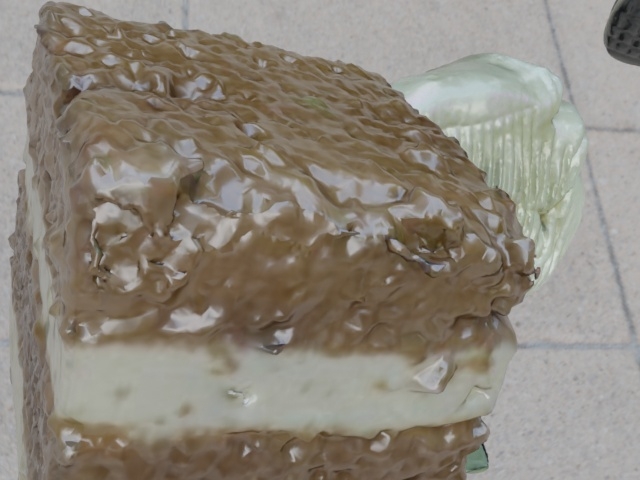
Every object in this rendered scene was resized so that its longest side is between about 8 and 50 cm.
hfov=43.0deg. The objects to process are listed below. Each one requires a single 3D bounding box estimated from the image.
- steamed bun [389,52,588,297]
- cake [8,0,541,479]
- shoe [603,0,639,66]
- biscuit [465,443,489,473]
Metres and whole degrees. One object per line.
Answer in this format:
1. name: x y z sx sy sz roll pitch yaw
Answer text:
1. steamed bun: 0.179 -0.085 1.122 0.352 0.339 0.247 -17 27 -21
2. cake: -0.059 0.038 0.495 0.256 0.290 0.282 7 30 -27
3. shoe: 0.440 -0.356 0.947 0.133 0.336 0.170 13 60 -10
4. biscuit: 0.215 0.298 1.466 0.099 0.038 0.322 0 34 -13
